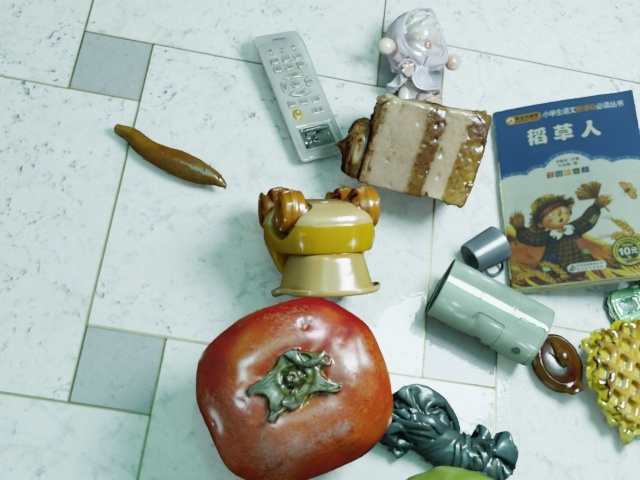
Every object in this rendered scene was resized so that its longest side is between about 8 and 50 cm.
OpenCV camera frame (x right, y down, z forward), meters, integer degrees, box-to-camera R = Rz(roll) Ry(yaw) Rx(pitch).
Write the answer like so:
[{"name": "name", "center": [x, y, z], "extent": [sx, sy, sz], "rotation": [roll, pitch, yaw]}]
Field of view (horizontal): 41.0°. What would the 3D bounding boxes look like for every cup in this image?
[{"name": "cup", "center": [0.342, 0.032, 1.764], "extent": [0.077, 0.078, 0.100], "rotation": [-29, 105, -14]}]

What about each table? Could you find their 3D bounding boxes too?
[{"name": "table", "center": [0.332, 0.140, 1.681], "extent": [0.220, 0.126, 0.126], "rotation": [29, 66, 3]}]

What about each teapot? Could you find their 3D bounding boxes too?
[{"name": "teapot", "center": [0.473, 0.243, 1.687], "extent": [0.098, 0.078, 0.129], "rotation": [-18, 72, -16]}]

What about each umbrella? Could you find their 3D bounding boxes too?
[{"name": "umbrella", "center": [0.196, 0.352, 1.587], "extent": [0.349, 0.094, 0.143], "rotation": [32, 61, 7]}]

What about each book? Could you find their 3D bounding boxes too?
[{"name": "book", "center": [0.531, -0.107, 1.802], "extent": [0.300, 0.039, 0.427], "rotation": [-8, 66, 17]}]

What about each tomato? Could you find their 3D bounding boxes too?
[{"name": "tomato", "center": [-0.041, 0.262, 1.471], "extent": [0.325, 0.290, 0.293], "rotation": [-27, 75, -11]}]

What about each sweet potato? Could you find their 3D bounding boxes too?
[{"name": "sweet potato", "center": [-0.308, -0.166, 1.741], "extent": [0.265, 0.057, 0.057], "rotation": [26, 65, 3]}]

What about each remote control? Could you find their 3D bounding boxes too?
[{"name": "remote control", "center": [-0.050, -0.311, 1.850], "extent": [0.109, 0.055, 0.312], "rotation": [-15, 75, -23]}]

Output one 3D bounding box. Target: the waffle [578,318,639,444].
[{"name": "waffle", "center": [0.630, 0.272, 1.701], "extent": [0.238, 0.059, 0.243], "rotation": [-22, 85, -28]}]

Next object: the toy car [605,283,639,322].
[{"name": "toy car", "center": [0.685, 0.122, 1.788], "extent": [0.186, 0.058, 0.093], "rotation": [-15, 69, -15]}]

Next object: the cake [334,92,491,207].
[{"name": "cake", "center": [0.179, -0.197, 1.736], "extent": [0.293, 0.196, 0.198], "rotation": [14, 105, 0]}]

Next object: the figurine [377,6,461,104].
[{"name": "figurine", "center": [0.208, -0.384, 1.883], "extent": [0.200, 0.133, 0.275], "rotation": [9, 70, -19]}]

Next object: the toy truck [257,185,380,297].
[{"name": "toy truck", "center": [0.000, 0.000, 1.618], "extent": [0.205, 0.288, 0.211], "rotation": [-3, 92, -16]}]

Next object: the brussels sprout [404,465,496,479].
[{"name": "brussels sprout", "center": [0.200, 0.581, 1.357], "extent": [0.342, 0.361, 0.425], "rotation": [29, 70, -41]}]
